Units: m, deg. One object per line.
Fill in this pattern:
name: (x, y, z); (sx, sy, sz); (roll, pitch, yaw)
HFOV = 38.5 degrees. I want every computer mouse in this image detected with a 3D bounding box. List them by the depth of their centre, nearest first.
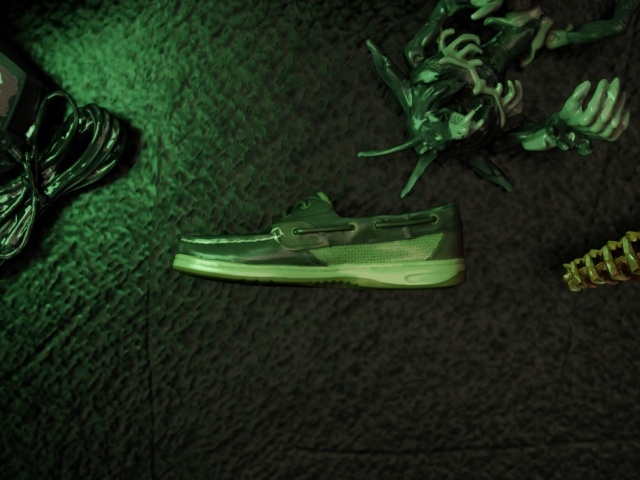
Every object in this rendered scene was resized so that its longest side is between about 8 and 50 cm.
computer mouse: (-0.305, -0.117, 0.730); (0.188, 0.072, 0.272); (-42, 101, 3)

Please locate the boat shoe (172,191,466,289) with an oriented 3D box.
boat shoe: (0.001, 0.000, 0.702); (0.223, 0.080, 0.073); (2, 87, 0)

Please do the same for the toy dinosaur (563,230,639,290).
toy dinosaur: (0.349, 0.036, 0.660); (0.322, 0.164, 0.218); (-3, 77, 23)

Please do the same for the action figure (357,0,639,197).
action figure: (0.145, -0.141, 0.652); (0.164, 0.141, 0.276); (42, 93, -9)
